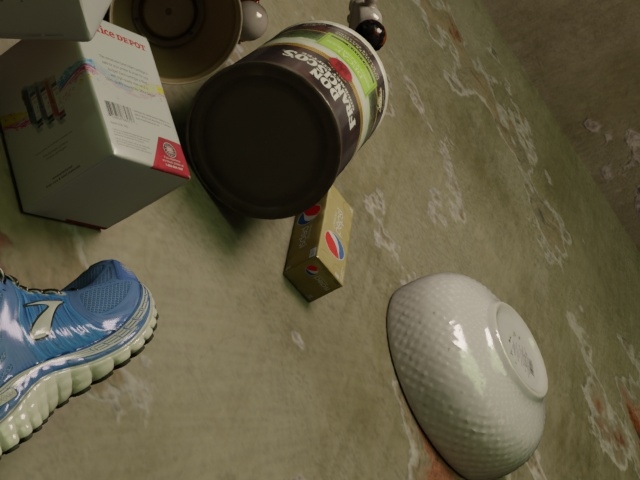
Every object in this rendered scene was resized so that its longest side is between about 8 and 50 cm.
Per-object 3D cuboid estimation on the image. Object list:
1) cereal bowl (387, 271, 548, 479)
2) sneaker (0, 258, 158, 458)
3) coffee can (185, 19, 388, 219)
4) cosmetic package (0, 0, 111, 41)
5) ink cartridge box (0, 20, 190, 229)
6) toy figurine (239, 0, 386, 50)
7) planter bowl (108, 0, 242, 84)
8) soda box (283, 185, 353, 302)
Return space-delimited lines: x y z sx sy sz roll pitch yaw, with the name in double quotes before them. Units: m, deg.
"cereal bowl" 0.251 0.193 1.816 0.339 0.141 0.339 44 29 -33
"sneaker" -0.252 0.071 0.979 0.147 0.130 0.330 63 24 -7
"coffee can" -0.036 -0.168 1.557 0.201 0.201 0.275 57 24 -10
"cosmetic package" -0.287 -0.386 1.170 0.453 0.230 0.161 -78 167 -46
"ink cartridge box" -0.239 -0.123 1.205 0.128 0.127 0.176 15 52 -57
"toy figurine" -0.018 -0.329 1.745 0.209 0.213 0.148 52 12 -28
"planter bowl" -0.186 -0.284 1.468 0.162 0.162 0.109 52 0 -21
"soda box" 0.000 0.000 1.625 0.061 0.058 0.181 49 28 -25
